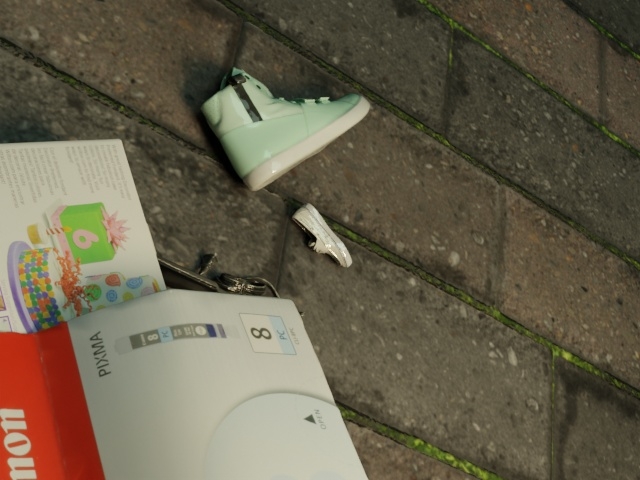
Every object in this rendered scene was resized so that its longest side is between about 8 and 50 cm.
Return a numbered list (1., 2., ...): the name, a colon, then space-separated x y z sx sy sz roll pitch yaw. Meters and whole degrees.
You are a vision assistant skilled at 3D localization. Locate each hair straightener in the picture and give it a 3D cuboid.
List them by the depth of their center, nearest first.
1. hair straightener: -0.111 0.052 1.258 0.230 0.047 0.089 16 59 -35

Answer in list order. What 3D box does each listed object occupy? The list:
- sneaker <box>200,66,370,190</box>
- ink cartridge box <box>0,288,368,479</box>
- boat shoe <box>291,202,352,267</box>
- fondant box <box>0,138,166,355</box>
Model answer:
1. sneaker: -0.043 -0.179 1.406 0.151 0.094 0.256 55 43 0
2. ink cartridge box: -0.148 0.174 0.927 0.385 0.091 0.308 8 42 -36
3. boat shoe: 0.000 0.000 1.397 0.035 0.035 0.100 -41 102 -18
4. fondant box: -0.320 0.031 1.055 0.330 0.096 0.238 -8 74 -42
